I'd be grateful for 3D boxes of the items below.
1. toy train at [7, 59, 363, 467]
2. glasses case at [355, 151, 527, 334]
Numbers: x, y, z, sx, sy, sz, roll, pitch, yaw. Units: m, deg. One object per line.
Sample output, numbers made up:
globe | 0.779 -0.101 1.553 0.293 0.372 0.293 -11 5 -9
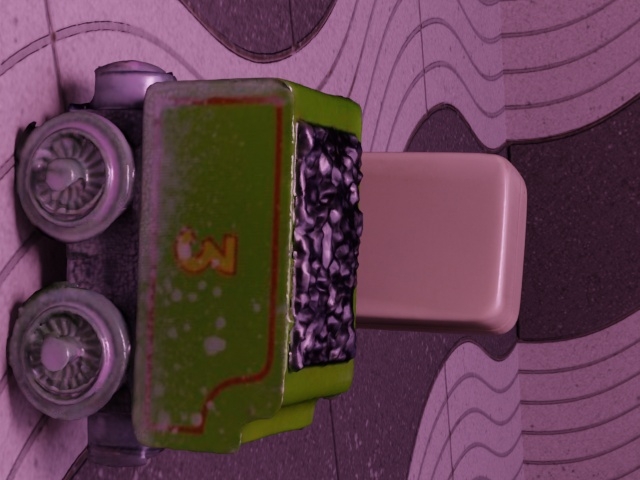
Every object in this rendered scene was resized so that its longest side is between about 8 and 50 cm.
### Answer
toy train | -0.094 0.017 1.045 0.173 0.249 0.307 4 88 -67
glasses case | 0.000 0.000 1.165 0.076 0.336 0.144 30 64 -67
